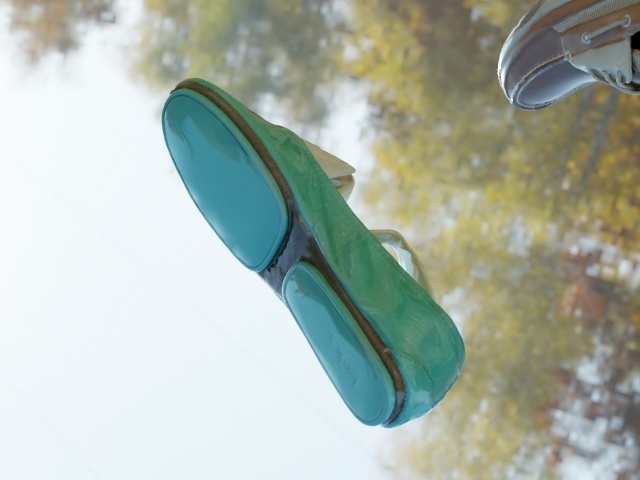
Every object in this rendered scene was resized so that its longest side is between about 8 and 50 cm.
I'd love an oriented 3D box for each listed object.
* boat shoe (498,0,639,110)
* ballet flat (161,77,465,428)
[{"bbox_3d":[0.294,-0.199,1.685,0.123,0.324,0.116,1,-114,-36],"label":"boat shoe"},{"bbox_3d":[0.000,0.000,1.030,0.087,0.083,0.247,-21,-113,-39],"label":"ballet flat"}]
